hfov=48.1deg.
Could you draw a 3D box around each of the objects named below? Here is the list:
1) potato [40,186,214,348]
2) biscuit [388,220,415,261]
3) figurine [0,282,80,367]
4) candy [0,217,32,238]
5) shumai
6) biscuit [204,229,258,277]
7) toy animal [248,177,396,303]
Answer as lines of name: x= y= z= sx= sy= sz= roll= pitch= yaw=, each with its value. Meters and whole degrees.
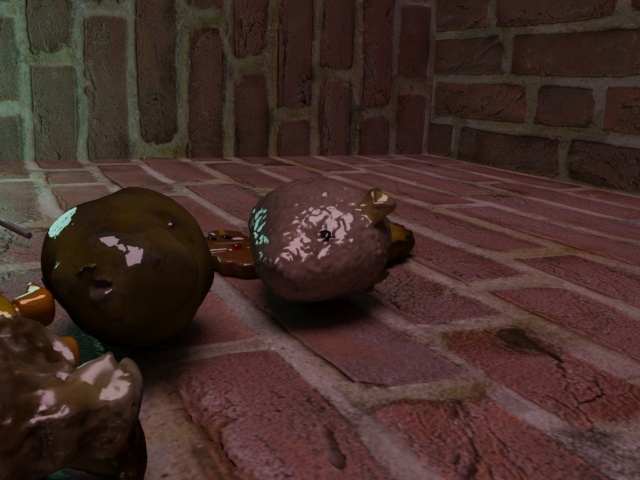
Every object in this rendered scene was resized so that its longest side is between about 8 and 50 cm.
potato: x=-0.249 y=0.034 z=0.929 sx=0.218 sy=0.203 sz=0.351 roll=33 pitch=1 yaw=-8
biscuit: x=0.037 y=-0.007 z=1.481 sx=0.329 sy=0.078 sz=0.335 roll=4 pitch=13 yaw=-4
figurine: x=-0.424 y=0.107 z=0.706 sx=0.343 sy=0.187 sz=0.215 roll=-2 pitch=24 yaw=-45
candy: x=-0.724 y=-0.060 z=1.547 sx=0.365 sy=0.124 sz=0.124 roll=20 pitch=21 yaw=34
shumai: x=-0.224 y=0.142 z=0.602 sx=0.152 sy=0.162 sz=0.209 roll=-2 pitch=-5 yaw=0
biscuit: x=-0.184 y=0.018 z=1.402 sx=0.186 sy=0.044 sz=0.295 roll=-10 pitch=17 yaw=-36
toy animal: x=-0.001 y=-0.003 z=1.169 sx=0.226 sy=0.188 sz=0.358 roll=-7 pitch=26 yaw=-7
